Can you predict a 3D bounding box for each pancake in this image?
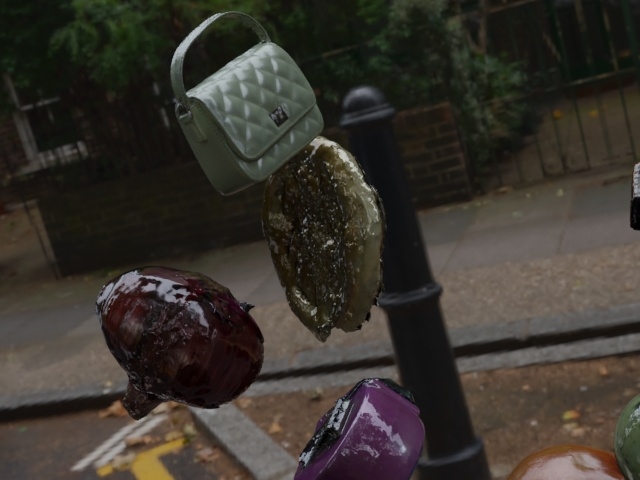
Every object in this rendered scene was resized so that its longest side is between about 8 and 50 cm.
[{"bbox_3d":[0.001,0.000,1.668,0.071,0.382,0.382,-6,5,-29],"label":"pancake"}]

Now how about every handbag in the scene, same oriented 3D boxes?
[{"bbox_3d":[-0.106,-0.201,1.283,0.079,0.219,0.256,-17,19,35],"label":"handbag"}]

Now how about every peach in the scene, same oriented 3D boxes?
[{"bbox_3d":[0.497,0.549,1.769,0.302,0.342,0.343,-54,-9,28],"label":"peach"}]

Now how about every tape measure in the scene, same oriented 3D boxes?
[{"bbox_3d":[0.047,0.335,1.446,0.245,0.149,0.231,-51,4,35],"label":"tape measure"}]

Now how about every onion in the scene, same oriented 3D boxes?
[{"bbox_3d":[-0.204,0.145,1.287,0.219,0.252,0.252,-55,19,-6],"label":"onion"}]

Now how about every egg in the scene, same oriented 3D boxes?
[{"bbox_3d":[0.521,0.289,1.339,0.177,0.177,0.228,-6,0,41],"label":"egg"}]

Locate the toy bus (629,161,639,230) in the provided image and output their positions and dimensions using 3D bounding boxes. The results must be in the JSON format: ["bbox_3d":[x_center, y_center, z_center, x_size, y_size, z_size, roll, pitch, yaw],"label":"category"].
[{"bbox_3d":[0.648,-0.062,1.310,0.408,0.093,0.092,0,53,18],"label":"toy bus"}]
